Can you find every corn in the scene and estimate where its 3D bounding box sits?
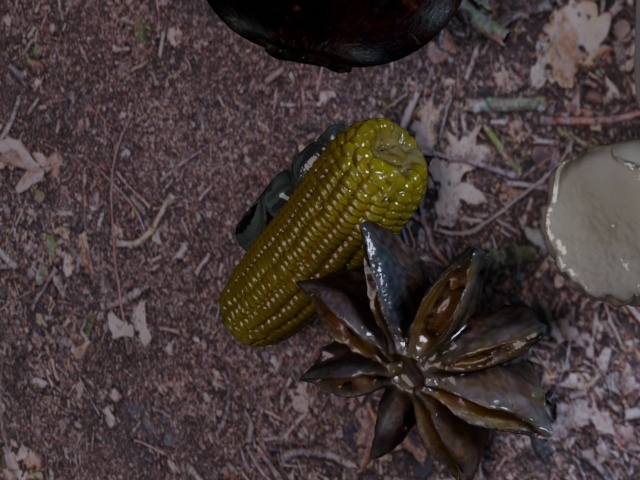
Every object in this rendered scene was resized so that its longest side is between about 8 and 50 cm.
[{"bbox_3d":[0.000,0.000,2.050,0.344,0.131,0.131,-49,64,39],"label":"corn"}]

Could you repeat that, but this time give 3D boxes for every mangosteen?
[{"bbox_3d":[0.014,-0.336,1.874,0.330,0.330,0.330,8,102,42],"label":"mangosteen"}]

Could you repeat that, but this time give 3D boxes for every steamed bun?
[{"bbox_3d":[0.312,-0.017,1.768,0.183,0.106,0.182,11,107,40],"label":"steamed bun"}]

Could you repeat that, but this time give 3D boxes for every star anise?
[{"bbox_3d":[0.116,0.120,1.942,0.332,0.117,0.331,12,117,24],"label":"star anise"}]

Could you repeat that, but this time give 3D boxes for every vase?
[{"bbox_3d":[-0.027,-0.063,2.110,0.211,0.060,0.060,-49,64,37],"label":"vase"}]

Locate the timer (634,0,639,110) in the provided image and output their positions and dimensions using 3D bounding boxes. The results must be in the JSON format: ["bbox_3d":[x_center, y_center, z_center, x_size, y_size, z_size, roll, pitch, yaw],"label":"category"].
[{"bbox_3d":[0.382,-0.194,1.632,0.262,0.087,0.237,-154,64,-69],"label":"timer"}]
